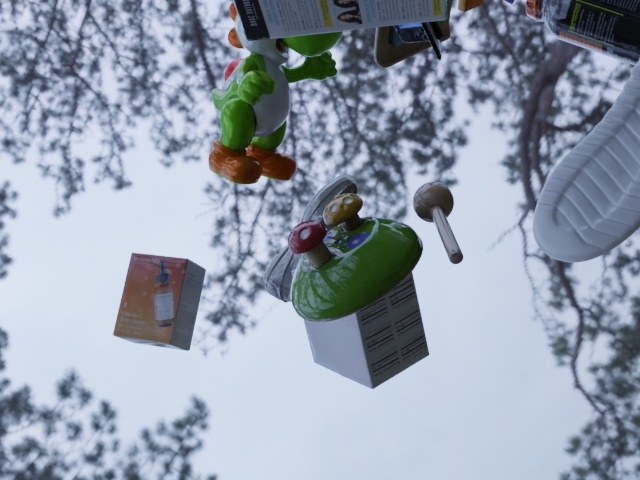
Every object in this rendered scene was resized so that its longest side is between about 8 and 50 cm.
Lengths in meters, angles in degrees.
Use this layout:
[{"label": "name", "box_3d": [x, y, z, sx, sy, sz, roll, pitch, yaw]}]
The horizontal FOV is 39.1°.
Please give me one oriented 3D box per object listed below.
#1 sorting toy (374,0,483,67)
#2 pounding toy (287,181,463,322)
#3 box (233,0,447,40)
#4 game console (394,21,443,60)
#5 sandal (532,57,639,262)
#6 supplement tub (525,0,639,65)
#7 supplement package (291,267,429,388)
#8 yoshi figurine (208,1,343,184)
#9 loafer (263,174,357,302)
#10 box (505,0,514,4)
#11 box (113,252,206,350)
[{"label": "sorting toy", "box_3d": [0.221, -0.473, 1.698, 0.307, 0.041, 0.229, -30, -44, -33]}, {"label": "pounding toy", "box_3d": [0.046, -0.007, 1.114, 0.110, 0.236, 0.183, 58, -162, -20]}, {"label": "box", "box_3d": [0.022, -0.298, 1.044, 0.101, 0.244, 0.060, 71, -162, -58]}, {"label": "game console", "box_3d": [0.121, -0.318, 1.275, 0.071, 0.107, 0.122, -53, -52, -29]}, {"label": "sandal", "box_3d": [0.501, -0.134, 1.424, 0.102, 0.169, 0.416, 16, -69, -52]}, {"label": "supplement tub", "box_3d": [0.567, -0.449, 1.717, 0.193, 0.315, 0.194, -48, -26, -34]}, {"label": "supplement package", "box_3d": [0.076, 0.137, 1.710, 0.149, 0.194, 0.203, -25, -67, -30]}, {"label": "yoshi figurine", "box_3d": [-0.062, -0.273, 1.504, 0.202, 0.203, 0.362, 7, -74, -16]}, {"label": "loafer", "box_3d": [0.000, 0.000, 1.970, 0.320, 0.111, 0.112, -59, -34, -15]}, {"label": "box", "box_3d": [0.317, -0.468, 1.490, 0.136, 0.081, 0.028, -60, 5, 41]}, {"label": "box", "box_3d": [-0.316, 0.121, 1.779, 0.091, 0.130, 0.171, 42, -125, -67]}]
